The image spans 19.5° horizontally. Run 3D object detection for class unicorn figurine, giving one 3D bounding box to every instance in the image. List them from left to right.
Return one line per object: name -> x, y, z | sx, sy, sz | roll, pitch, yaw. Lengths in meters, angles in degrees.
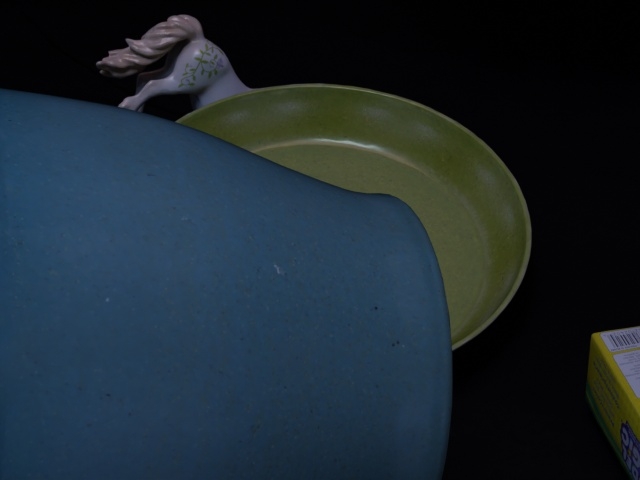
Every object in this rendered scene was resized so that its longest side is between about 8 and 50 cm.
unicorn figurine -> -0.064, -0.079, 1.164 | 0.111, 0.162, 0.060 | -43, 52, -7

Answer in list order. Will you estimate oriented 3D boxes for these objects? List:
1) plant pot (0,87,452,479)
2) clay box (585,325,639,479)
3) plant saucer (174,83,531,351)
plant pot -> -0.087, 0.063, 0.849 | 0.255, 0.272, 0.272 | 3, 33, -19
clay box -> 0.227, 0.120, 0.903 | 0.127, 0.053, 0.222 | -8, 37, -11
plant saucer -> 0.000, 0.000, 1.073 | 0.240, 0.037, 0.241 | 1, 46, -1
